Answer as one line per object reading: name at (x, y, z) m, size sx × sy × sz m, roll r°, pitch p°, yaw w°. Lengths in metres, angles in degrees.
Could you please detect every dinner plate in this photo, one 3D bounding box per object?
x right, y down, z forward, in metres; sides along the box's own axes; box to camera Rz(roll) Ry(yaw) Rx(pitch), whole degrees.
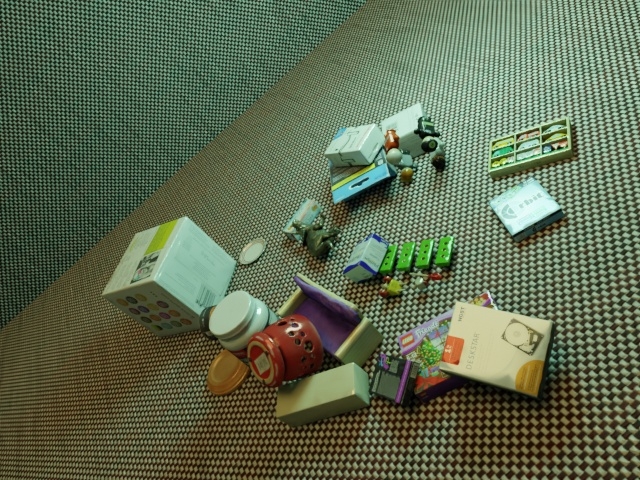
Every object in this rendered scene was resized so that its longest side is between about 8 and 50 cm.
dinner plate at (-0.292, 0.050, 2.405) m, size 0.141 × 0.017 × 0.141 m, roll -24°, pitch 38°, yaw 21°

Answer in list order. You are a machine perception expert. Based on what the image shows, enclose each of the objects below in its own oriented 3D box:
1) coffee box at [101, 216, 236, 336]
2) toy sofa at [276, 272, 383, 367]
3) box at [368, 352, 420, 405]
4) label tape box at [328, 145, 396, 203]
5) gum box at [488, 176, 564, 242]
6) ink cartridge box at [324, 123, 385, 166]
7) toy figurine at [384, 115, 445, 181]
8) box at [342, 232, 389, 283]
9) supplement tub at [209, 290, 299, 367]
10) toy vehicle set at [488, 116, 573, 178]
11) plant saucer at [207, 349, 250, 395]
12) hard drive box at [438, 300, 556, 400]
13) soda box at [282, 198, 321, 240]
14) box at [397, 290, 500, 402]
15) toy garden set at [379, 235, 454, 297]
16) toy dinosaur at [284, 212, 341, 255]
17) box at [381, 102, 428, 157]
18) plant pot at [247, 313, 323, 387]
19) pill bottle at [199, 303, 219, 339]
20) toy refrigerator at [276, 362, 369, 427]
coffee box at (-0.621, 0.159, 2.312) m, size 0.335 × 0.337 × 0.338 m, roll -15°, pitch 43°, yaw 32°
toy sofa at (0.010, 0.254, 1.761) m, size 0.150 × 0.177 × 0.363 m, roll -49°, pitch 37°, yaw -13°
box at (0.198, 0.377, 1.515) m, size 0.162 × 0.029 × 0.116 m, roll -3°, pitch 66°, yaw 61°
label tape box at (0.170, -0.279, 2.249) m, size 0.249 × 0.115 × 0.347 m, roll -28°, pitch 39°, yaw 19°
gum box at (0.622, -0.097, 1.686) m, size 0.157 × 0.041 × 0.184 m, roll -32°, pitch 37°, yaw 13°
ink cartridge box at (0.137, -0.378, 2.209) m, size 0.203 × 0.086 × 0.148 m, roll 3°, pitch 55°, yaw 49°
toy figurine at (0.354, -0.330, 2.051) m, size 0.213 × 0.209 × 0.148 m, roll -18°, pitch 57°, yaw 20°
box at (0.154, 0.062, 1.884) m, size 0.126 × 0.072 × 0.137 m, roll -38°, pitch 22°, yaw 59°
supplement tub at (-0.215, 0.310, 1.825) m, size 0.191 × 0.272 × 0.191 m, roll -25°, pitch 38°, yaw 22°
toy vehicle set at (0.698, -0.308, 1.850) m, size 0.267 × 0.035 × 0.165 m, roll -14°, pitch 43°, yaw 33°
plant saucer at (-0.331, 0.457, 1.979) m, size 0.200 × 0.037 × 0.199 m, roll -24°, pitch 38°, yaw 21°
hard drive box at (0.429, 0.264, 1.342) m, size 0.232 × 0.089 × 0.181 m, roll 9°, pitch 75°, yaw 30°
soda box at (-0.077, -0.087, 2.315) m, size 0.063 × 0.058 × 0.183 m, roll 12°, pitch 59°, yaw 49°
box at (0.367, 0.285, 1.494) m, size 0.293 × 0.057 × 0.200 m, roll -31°, pitch 36°, yaw 14°
toy garden set at (0.305, 0.094, 1.775) m, size 0.244 × 0.049 × 0.203 m, roll -10°, pitch 44°, yaw 35°
toy dinosaur at (0.000, 0.000, 2.129) m, size 0.160 × 0.121 × 0.313 m, roll -50°, pitch 39°, yaw 8°
box at (0.353, -0.429, 2.232) m, size 0.182 × 0.119 × 0.180 m, roll -24°, pitch 38°, yaw 22°
plant pot at (-0.114, 0.333, 1.662) m, size 0.174 × 0.191 × 0.191 m, roll -13°, pitch 16°, yaw -39°
pill bottle at (-0.325, 0.290, 2.075) m, size 0.246 × 0.130 × 0.130 m, roll -17°, pitch 41°, yaw 29°
toy refrigerator at (0.007, 0.456, 1.618) m, size 0.270 × 0.094 × 0.102 m, roll -25°, pitch 41°, yaw 24°
